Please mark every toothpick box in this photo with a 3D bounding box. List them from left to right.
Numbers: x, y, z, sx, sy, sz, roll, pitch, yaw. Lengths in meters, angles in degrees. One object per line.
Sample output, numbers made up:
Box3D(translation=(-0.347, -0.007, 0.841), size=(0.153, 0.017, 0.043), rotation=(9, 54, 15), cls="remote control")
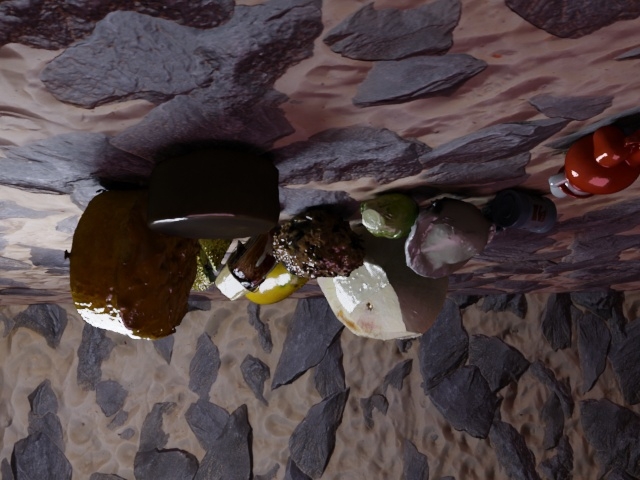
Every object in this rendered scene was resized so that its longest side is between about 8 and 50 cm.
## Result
Box3D(translation=(0.532, -0.076, 1.993), size=(0.153, 0.101, 0.101), rotation=(6, 166, -38), cls="toothpick box")

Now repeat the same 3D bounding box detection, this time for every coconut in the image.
Box3D(translation=(0.186, 0.130, 2.309), size=(0.416, 0.344, 0.415), rotation=(-4, 171, -1), cls="coconut")

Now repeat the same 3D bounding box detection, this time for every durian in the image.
Box3D(translation=(-0.360, 0.056, 2.305), size=(0.138, 0.193, 0.237), rotation=(23, 155, -3), cls="durian")

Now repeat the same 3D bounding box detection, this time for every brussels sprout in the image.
Box3D(translation=(0.180, -0.062, 1.947), size=(0.155, 0.117, 0.155), rotation=(-17, -177, 1), cls="brussels sprout")

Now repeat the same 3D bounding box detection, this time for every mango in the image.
Box3D(translation=(-0.132, 0.095, 2.416), size=(0.173, 0.211, 0.317), rotation=(47, 144, -21), cls="mango")

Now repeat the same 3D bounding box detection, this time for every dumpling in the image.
Box3D(translation=(0.323, -0.018, 1.976), size=(0.293, 0.163, 0.204), rotation=(5, 150, -37), cls="dumpling")

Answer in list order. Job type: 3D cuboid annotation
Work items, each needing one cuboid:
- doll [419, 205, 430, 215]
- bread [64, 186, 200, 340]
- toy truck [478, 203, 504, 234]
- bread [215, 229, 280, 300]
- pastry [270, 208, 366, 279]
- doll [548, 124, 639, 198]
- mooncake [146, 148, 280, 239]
Box3D(translation=(0.244, -0.059, 2.121), size=(0.228, 0.057, 0.114), rotation=(-10, 172, 14), cls="doll")
Box3D(translation=(-0.428, 0.055, 1.835), size=(0.216, 0.397, 0.398), rotation=(7, 170, 10), cls="bread")
Box3D(translation=(0.428, -0.048, 2.107), size=(0.178, 0.080, 0.115), rotation=(-22, -168, 30), cls="toy truck")
Box3D(translation=(-0.206, 0.058, 2.230), size=(0.212, 0.142, 0.224), rotation=(-43, -168, 22), cls="bread")
Box3D(translation=(0.000, 0.000, 2.103), size=(0.275, 0.192, 0.275), rotation=(-3, -166, 1), cls="pastry")
Box3D(translation=(0.577, -0.158, 1.552), size=(0.161, 0.129, 0.290), rotation=(0, 162, -14), cls="doll")
Box3D(translation=(-0.225, -0.095, 1.611), size=(0.285, 0.155, 0.284), rotation=(-4, 170, -1), cls="mooncake")
